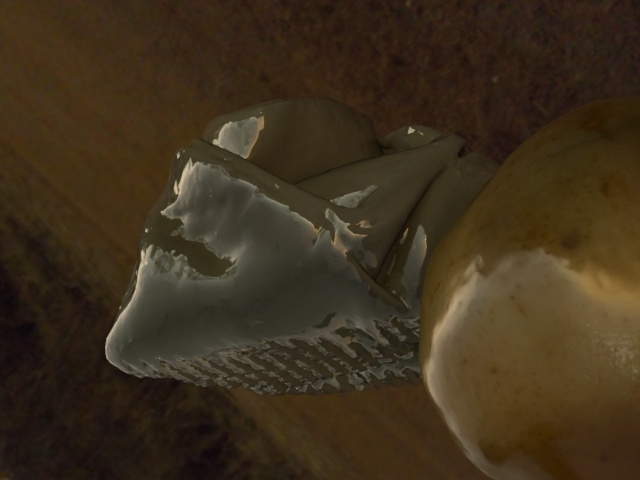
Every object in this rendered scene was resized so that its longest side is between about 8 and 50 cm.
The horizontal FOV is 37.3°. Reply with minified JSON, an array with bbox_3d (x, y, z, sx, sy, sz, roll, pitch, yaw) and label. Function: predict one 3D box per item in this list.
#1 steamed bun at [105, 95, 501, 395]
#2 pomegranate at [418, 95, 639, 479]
[{"bbox_3d":[0.000,0.000,0.840,0.367,0.255,0.342,-11,160,17],"label":"steamed bun"},{"bbox_3d":[0.166,0.039,0.474,0.233,0.233,0.233,39,159,18],"label":"pomegranate"}]
